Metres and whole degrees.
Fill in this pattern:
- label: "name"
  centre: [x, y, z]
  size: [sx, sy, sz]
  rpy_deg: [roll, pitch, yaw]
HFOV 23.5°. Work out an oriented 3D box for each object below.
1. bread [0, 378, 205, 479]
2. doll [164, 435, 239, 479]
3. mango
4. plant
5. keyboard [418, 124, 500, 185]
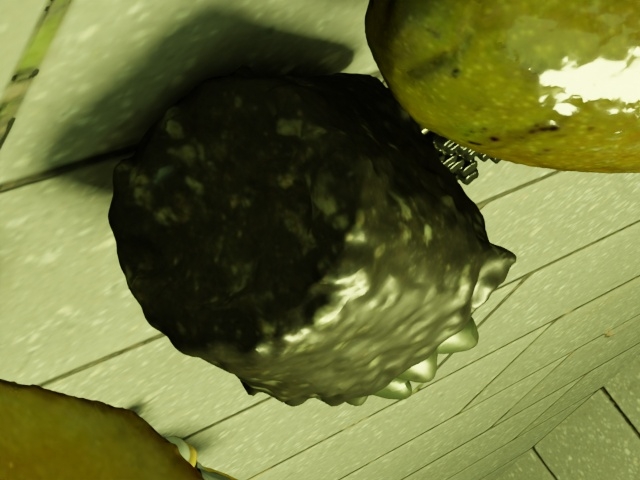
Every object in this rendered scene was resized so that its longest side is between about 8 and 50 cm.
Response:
- label: "bread"
  centre: [-0.153, 0.162, 0.595]
  size: [0.268, 0.268, 0.145]
  rpy_deg: [-23, 156, -39]
- label: "doll"
  centre: [-0.118, 0.199, 1.040]
  size: [0.145, 0.103, 0.316]
  rpy_deg: [-50, 158, -8]
- label: "mango"
  centre: [0.167, -0.107, 0.646]
  size: [0.329, 0.175, 0.176]
  rpy_deg: [-27, 131, -22]
- label: "plant"
  centre: [0.000, 0.000, 0.665]
  size: [0.129, 0.132, 0.194]
  rpy_deg: [-36, 160, 12]
- label: "keyboard"
  centre: [0.079, -0.055, 0.860]
  size: [0.317, 0.027, 0.106]
  rpy_deg: [-36, 164, -1]
